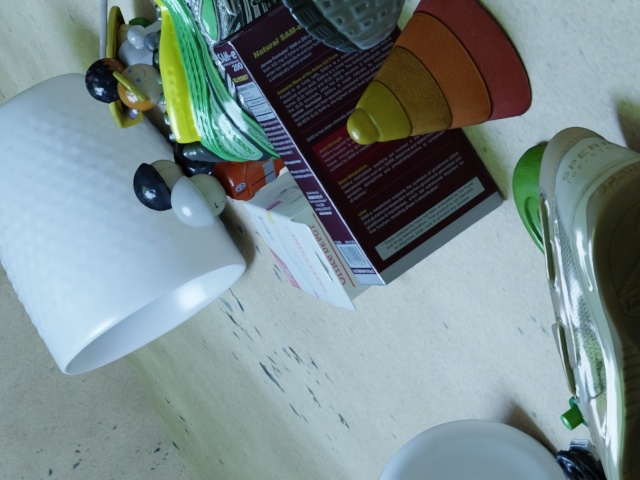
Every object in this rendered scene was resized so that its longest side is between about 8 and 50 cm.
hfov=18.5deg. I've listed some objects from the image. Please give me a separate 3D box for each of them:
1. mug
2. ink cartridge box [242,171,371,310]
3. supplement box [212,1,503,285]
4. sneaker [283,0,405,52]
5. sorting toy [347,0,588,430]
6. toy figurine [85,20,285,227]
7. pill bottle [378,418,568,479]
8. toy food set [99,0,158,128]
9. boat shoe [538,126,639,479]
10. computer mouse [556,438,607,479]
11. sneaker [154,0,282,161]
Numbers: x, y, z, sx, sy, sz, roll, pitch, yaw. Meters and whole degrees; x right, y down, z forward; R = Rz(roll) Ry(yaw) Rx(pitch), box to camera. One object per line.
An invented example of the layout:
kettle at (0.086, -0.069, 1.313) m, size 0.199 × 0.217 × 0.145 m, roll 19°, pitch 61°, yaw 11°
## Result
mug at (-0.278, -0.037, 2.588) m, size 0.328 × 0.276 × 0.374 m, roll 59°, pitch -163°, yaw 9°
ink cartridge box at (0.000, 0.000, 2.081) m, size 0.115 × 0.067 × 0.198 m, roll 59°, pitch 167°, yaw -18°
supplement box at (0.031, -0.095, 1.632) m, size 0.239 × 0.130 × 0.073 m, roll 58°, pitch 166°, yaw -9°
sneaker at (-0.021, -0.282, 1.487) m, size 0.297 × 0.111 × 0.129 m, roll 64°, pitch 180°, yaw -18°
sorting toy at (0.139, -0.009, 1.485) m, size 0.365 × 0.126 × 0.127 m, roll 58°, pitch 166°, yaw -6°
toy figurine at (-0.148, -0.129, 2.093) m, size 0.209 × 0.148 × 0.213 m, roll 61°, pitch 167°, yaw -21°
pill bottle at (0.144, 0.330, 2.066) m, size 0.210 × 0.210 × 0.363 m, roll 51°, pitch 165°, yaw 14°
toy food set at (-0.205, -0.202, 2.251) m, size 0.218 × 0.071 × 0.128 m, roll 83°, pitch -173°, yaw -81°
boat shoe at (0.229, 0.071, 1.411) m, size 0.110 × 0.121 × 0.341 m, roll 44°, pitch 153°, yaw 53°
computer mouse at (0.310, 0.284, 1.726) m, size 0.188 × 0.072 × 0.272 m, roll 59°, pitch 178°, yaw -22°
sneaker at (-0.073, -0.229, 1.703) m, size 0.146 × 0.134 × 0.344 m, roll 4°, pitch 123°, yaw 32°
